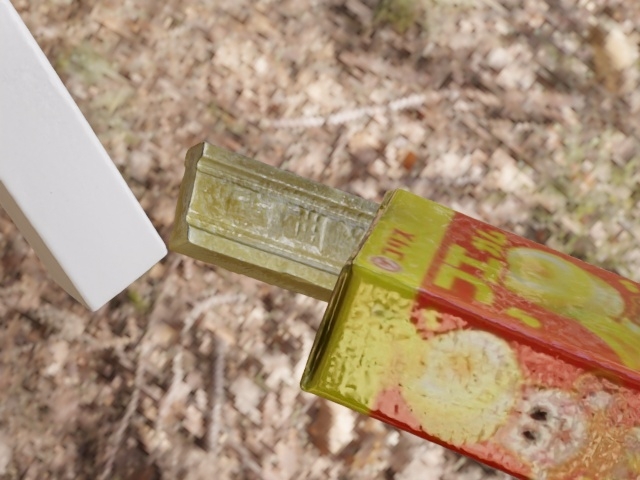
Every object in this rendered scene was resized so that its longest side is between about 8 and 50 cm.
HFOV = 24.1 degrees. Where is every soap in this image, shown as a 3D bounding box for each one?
[{"bbox_3d":[0.000,0.000,1.253,0.252,0.037,0.092,19,68,-23],"label":"soap"}]

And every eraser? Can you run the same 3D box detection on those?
[{"bbox_3d":[-0.221,-0.088,1.069,0.076,0.078,0.298,28,-27,53],"label":"eraser"}]

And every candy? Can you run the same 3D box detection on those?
[{"bbox_3d":[0.140,0.073,0.825,0.276,0.088,0.146,22,24,4],"label":"candy"}]
